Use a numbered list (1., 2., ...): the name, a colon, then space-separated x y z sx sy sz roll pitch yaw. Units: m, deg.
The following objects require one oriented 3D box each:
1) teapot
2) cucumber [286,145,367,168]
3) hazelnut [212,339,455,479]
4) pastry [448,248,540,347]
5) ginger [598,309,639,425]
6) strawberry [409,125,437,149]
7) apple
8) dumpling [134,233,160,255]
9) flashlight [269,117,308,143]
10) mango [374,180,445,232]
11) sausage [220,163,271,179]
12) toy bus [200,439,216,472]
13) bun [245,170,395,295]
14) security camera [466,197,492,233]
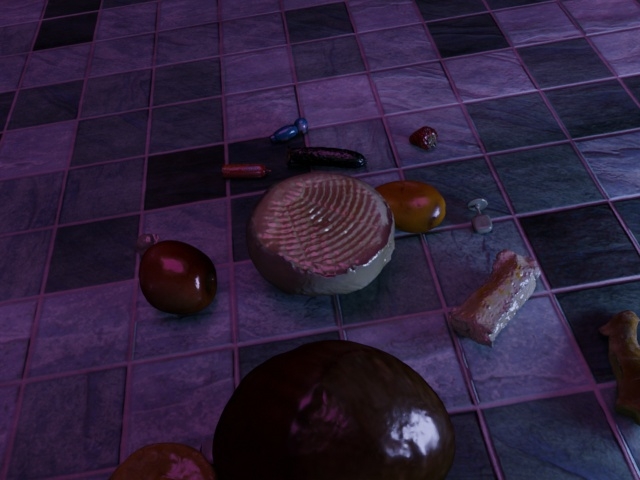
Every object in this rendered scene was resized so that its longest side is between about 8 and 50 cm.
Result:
1. teapot: -0.284 0.498 1.168 0.311 0.167 0.203 18 37 -4
2. cucumber: 0.014 -0.243 1.828 0.245 0.067 0.067 3 49 13
3. hazelnut: 0.014 0.350 1.127 0.421 0.352 0.421 -15 5 1
4. pastry: 0.399 0.129 1.434 0.121 0.089 0.258 31 58 24
5. ginger: 0.658 0.256 1.296 0.131 0.086 0.294 -15 40 24
6. strawberry: 0.298 -0.302 1.842 0.083 0.073 0.073 16 51 40
7. apple: -0.342 0.088 1.510 0.168 0.181 0.181 4 50 14
8. dumpling: -0.466 0.012 1.689 0.077 0.043 0.059 -6 70 -2
9. flashlight: -0.098 -0.337 1.940 0.129 0.051 0.051 -25 50 -8
10. mango: 0.218 -0.094 1.639 0.219 0.112 0.145 15 56 25
11. sausage: -0.216 -0.201 1.837 0.145 0.048 0.050 0 11 6
12. toy bus: -0.183 0.426 1.263 0.123 0.075 0.060 -12 49 -3
13. bun: 0.001 0.005 1.524 0.364 0.202 0.364 1 47 -1
14. security camera: 0.412 -0.058 1.631 0.058 0.058 0.092 -3 61 5
